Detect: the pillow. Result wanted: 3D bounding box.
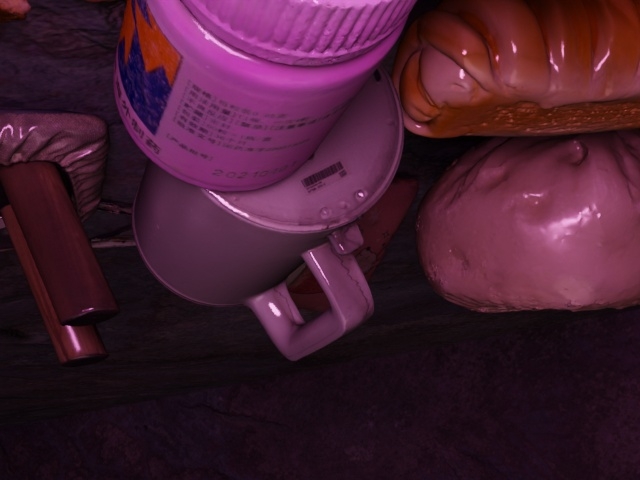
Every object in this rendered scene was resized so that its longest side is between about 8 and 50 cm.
[{"bbox_3d":[0.000,0.000,1.338,0.223,0.084,0.236,11,118,-38],"label":"pillow"}]

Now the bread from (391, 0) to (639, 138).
[{"bbox_3d":[0.218,-0.162,0.902,0.311,0.121,0.173,-4,167,-19],"label":"bread"}]

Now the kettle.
[{"bbox_3d":[-0.046,-0.045,0.982,0.265,0.205,0.318,31,156,-7],"label":"kettle"}]

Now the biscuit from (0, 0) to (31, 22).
[{"bbox_3d":[-0.325,-0.182,0.689,0.131,0.025,0.231,6,180,44],"label":"biscuit"}]

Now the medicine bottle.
[{"bbox_3d":[-0.039,-0.160,0.685,0.178,0.178,0.291,-3,164,-17],"label":"medicine bottle"}]

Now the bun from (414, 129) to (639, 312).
[{"bbox_3d":[0.273,-0.030,1.232,0.326,0.234,0.362,-6,-178,20],"label":"bun"}]

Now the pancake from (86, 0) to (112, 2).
[{"bbox_3d":[-0.161,-0.209,0.765,0.115,0.011,0.115,-7,167,-2],"label":"pancake"}]

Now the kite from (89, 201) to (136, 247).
[{"bbox_3d":[-0.200,-0.031,1.395,0.335,0.011,0.314,-19,160,34],"label":"kite"}]

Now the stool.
[{"bbox_3d":[-0.363,0.023,1.076,0.310,0.226,0.310,-11,167,-17],"label":"stool"}]
